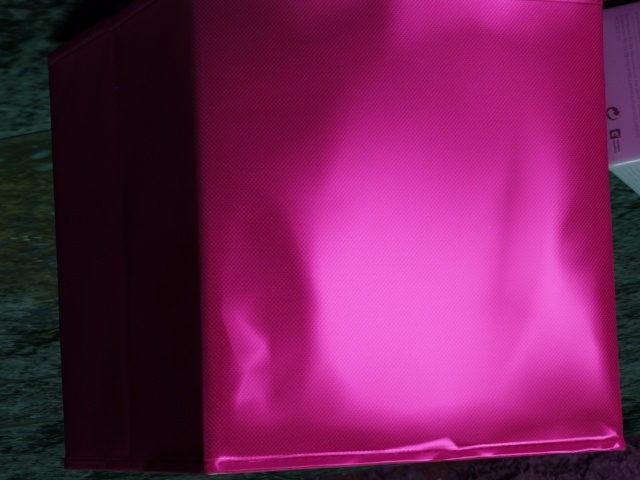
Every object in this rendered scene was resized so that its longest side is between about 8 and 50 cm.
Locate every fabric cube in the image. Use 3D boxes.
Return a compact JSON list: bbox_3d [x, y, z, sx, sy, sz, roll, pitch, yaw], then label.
[{"bbox_3d":[0.000,0.000,1.100,0.254,0.258,0.259,-1,175,-25],"label":"fabric cube"}]

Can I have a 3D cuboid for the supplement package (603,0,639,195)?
[{"bbox_3d":[0.270,-0.100,1.193,0.179,0.105,0.105,-11,165,21],"label":"supplement package"}]
